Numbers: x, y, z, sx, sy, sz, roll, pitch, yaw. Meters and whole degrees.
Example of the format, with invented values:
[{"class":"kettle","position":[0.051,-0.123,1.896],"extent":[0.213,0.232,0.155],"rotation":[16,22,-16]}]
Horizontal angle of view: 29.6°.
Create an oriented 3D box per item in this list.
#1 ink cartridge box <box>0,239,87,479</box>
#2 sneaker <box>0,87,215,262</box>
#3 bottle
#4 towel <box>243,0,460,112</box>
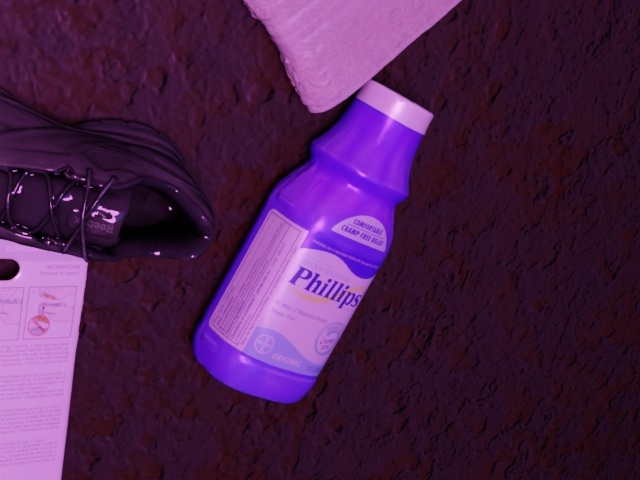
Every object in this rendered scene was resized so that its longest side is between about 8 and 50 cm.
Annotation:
[{"class":"ink cartridge box","position":[-0.282,0.101,0.929],"extent":[0.189,0.066,0.232],"rotation":[0,103,-35]},{"class":"sneaker","position":[-0.198,-0.041,0.853],"extent":[0.286,0.130,0.109],"rotation":[3,114,-35]},{"class":"bottle","position":[0.000,0.000,1.037],"extent":[0.118,0.092,0.283],"rotation":[23,99,-45]},{"class":"towel","position":[0.056,-0.255,0.971],"extent":[0.282,0.049,0.187],"rotation":[-41,129,-9]}]
